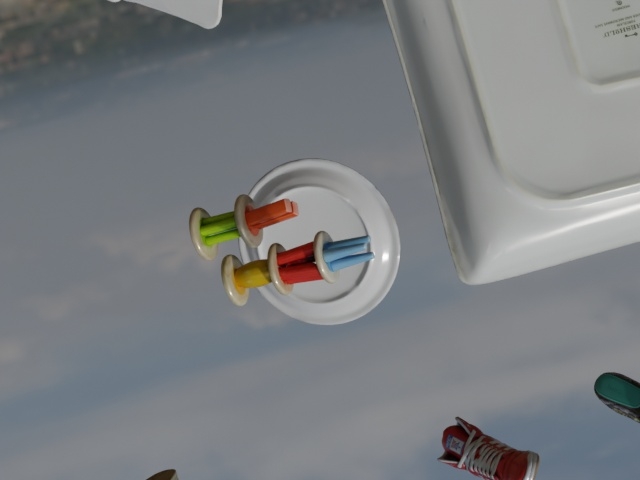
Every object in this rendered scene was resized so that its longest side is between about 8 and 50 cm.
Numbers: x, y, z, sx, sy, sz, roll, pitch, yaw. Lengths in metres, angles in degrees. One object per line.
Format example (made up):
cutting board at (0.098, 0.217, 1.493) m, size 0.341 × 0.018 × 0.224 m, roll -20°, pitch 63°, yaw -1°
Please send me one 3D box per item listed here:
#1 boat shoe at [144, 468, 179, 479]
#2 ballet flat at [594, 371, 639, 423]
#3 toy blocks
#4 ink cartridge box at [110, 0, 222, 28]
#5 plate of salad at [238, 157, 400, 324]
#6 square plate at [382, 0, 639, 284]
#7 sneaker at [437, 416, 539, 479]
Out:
boat shoe at (-0.216, 0.353, 2.316) m, size 0.063 × 0.059 × 0.170 m, roll -16°, pitch -155°, yaw 34°
ballet flat at (0.307, 0.155, 1.726) m, size 0.114 × 0.041 × 0.041 m, roll 27°, pitch -148°, yaw 35°
toy blocks at (-0.034, -0.001, 1.787) m, size 0.148 × 0.123 × 0.054 m, roll -15°, pitch -138°, yaw 20°
ink cartridge box at (-0.157, -0.258, 0.942) m, size 0.207 × 0.353 × 0.119 m, roll 20°, pitch -139°, yaw 21°
plate of salad at (0.000, 0.000, 2.171) m, size 0.200 × 0.200 × 0.048 m, roll -12°, pitch -169°, yaw 23°
square plate at (0.234, -0.168, 1.494) m, size 0.347 × 0.344 × 0.049 m, roll -14°, pitch 171°, yaw -8°
sneaker at (0.134, 0.176, 1.515) m, size 0.067 × 0.042 × 0.118 m, roll 26°, pitch 176°, yaw -8°
